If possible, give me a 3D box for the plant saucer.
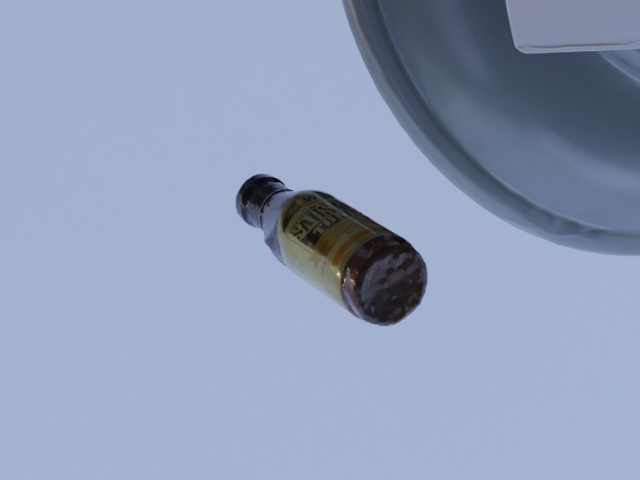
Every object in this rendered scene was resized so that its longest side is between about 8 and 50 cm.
[{"bbox_3d":[0.203,-0.191,1.165,0.400,0.400,0.100,-39,-166,-22],"label":"plant saucer"}]

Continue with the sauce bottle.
[{"bbox_3d":[0.000,0.000,0.890,0.042,0.042,0.128,-33,-147,-18],"label":"sauce bottle"}]

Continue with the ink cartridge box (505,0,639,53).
[{"bbox_3d":[0.216,-0.210,0.803,0.197,0.198,0.270,2,-158,45],"label":"ink cartridge box"}]
